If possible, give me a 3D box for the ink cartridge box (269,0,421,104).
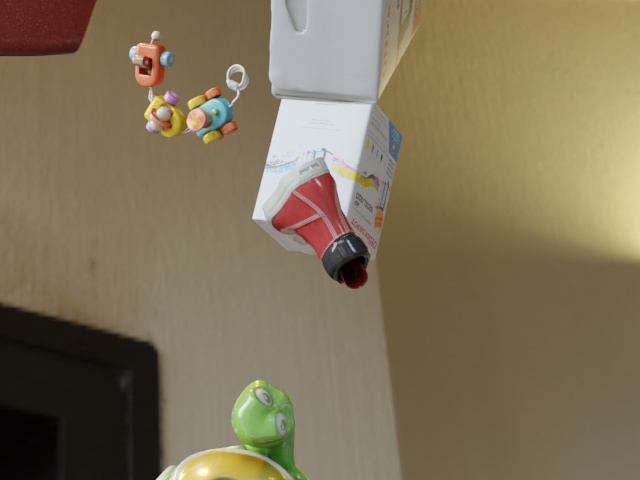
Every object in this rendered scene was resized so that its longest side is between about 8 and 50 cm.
[{"bbox_3d":[0.019,-0.154,0.774,0.063,0.150,0.109,7,-63,10],"label":"ink cartridge box"}]

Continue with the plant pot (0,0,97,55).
[{"bbox_3d":[-0.267,-0.270,0.966,0.236,0.267,0.267,15,-73,-23],"label":"plant pot"}]

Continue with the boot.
[{"bbox_3d":[0.000,0.000,1.878,0.088,0.176,0.244,-27,-7,-12],"label":"boot"}]

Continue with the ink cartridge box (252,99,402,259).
[{"bbox_3d":[0.015,-0.104,2.255,0.168,0.232,0.171,7,-15,23],"label":"ink cartridge box"}]

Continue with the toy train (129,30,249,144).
[{"bbox_3d":[-0.172,-0.181,1.638,0.166,0.125,0.046,17,17,25],"label":"toy train"}]

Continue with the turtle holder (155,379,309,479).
[{"bbox_3d":[-0.097,0.347,1.557,0.320,0.243,0.227,-42,-15,8],"label":"turtle holder"}]
